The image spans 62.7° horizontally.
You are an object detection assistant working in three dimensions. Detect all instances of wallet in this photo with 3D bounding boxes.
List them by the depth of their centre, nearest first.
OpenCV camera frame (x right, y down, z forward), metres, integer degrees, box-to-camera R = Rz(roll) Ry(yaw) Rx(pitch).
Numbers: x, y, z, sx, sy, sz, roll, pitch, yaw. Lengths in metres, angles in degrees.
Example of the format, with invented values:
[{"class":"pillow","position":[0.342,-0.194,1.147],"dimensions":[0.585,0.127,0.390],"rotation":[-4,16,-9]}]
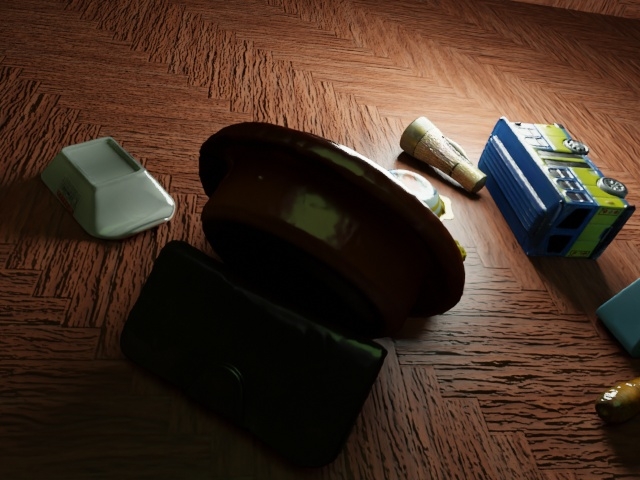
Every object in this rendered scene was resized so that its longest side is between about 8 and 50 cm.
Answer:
[{"class":"wallet","position":[-0.091,0.130,0.624],"dimensions":[0.310,0.042,0.165],"rotation":[26,88,16]}]

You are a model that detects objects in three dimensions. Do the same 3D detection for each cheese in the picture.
[{"class":"cheese","position":[0.111,-0.080,0.959],"dimensions":[0.271,0.069,0.177],"rotation":[10,42,-3]}]

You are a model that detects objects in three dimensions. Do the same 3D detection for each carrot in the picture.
[{"class":"carrot","position":[0.461,0.211,0.747],"dimensions":[0.191,0.047,0.047],"rotation":[-14,48,-28]}]

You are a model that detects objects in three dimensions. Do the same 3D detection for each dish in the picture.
[{"class":"dish","position":[-0.344,-0.095,0.869],"dimensions":[0.154,0.064,0.234],"rotation":[-28,57,-37]}]

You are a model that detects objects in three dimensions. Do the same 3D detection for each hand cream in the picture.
[{"class":"hand cream","position":[0.260,-0.171,1.099],"dimensions":[0.084,0.084,0.203],"rotation":[-27,61,-36]}]

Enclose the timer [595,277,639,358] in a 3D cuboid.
[{"class":"timer","position":[0.577,0.058,0.789],"dimensions":[0.232,0.249,0.091],"rotation":[-4,46,-19]}]

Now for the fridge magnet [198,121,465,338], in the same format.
[{"class":"fridge magnet","position":[0.000,0.000,0.651],"dimensions":[0.364,0.363,0.155],"rotation":[26,68,14]}]

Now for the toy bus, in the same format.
[{"class":"toy bus","position":[0.440,-0.108,1.021],"dimensions":[0.175,0.138,0.287],"rotation":[2,43,-13]}]

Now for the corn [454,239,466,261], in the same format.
[{"class":"corn","position":[0.055,-0.019,0.845],"dimensions":[0.364,0.120,0.120],"rotation":[19,42,5]}]
